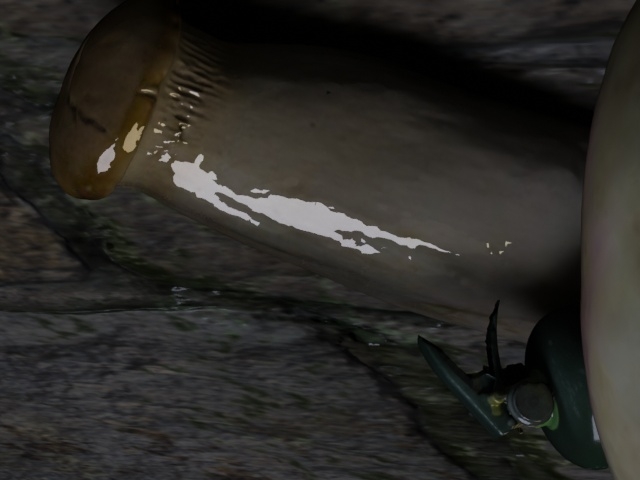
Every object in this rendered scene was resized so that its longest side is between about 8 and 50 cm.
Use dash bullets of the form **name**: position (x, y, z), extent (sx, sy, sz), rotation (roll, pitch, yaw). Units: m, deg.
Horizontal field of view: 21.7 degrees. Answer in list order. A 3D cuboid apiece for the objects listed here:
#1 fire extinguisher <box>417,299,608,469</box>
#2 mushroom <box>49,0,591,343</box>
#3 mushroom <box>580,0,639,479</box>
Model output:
- **fire extinguisher**: position (0.214, 0.059, 0.959), extent (0.311, 0.114, 0.095), rotation (-17, 175, -14)
- **mushroom**: position (0.046, -0.033, 0.994), extent (0.407, 0.137, 0.154), rotation (17, 170, -20)
- **mushroom**: position (0.269, -0.003, 0.755), extent (0.353, 0.353, 0.325), rotation (22, -169, -12)
